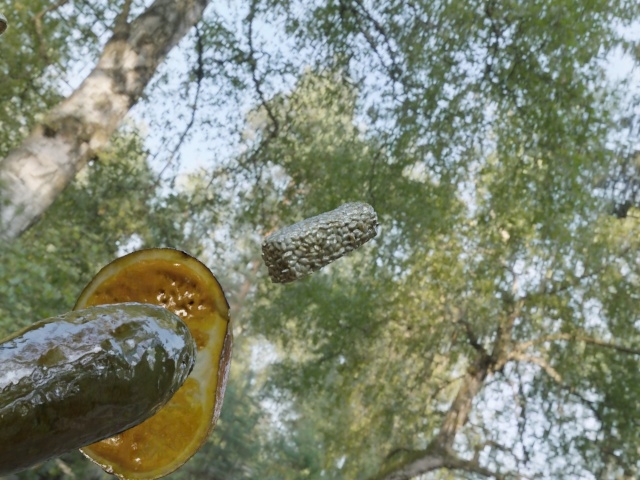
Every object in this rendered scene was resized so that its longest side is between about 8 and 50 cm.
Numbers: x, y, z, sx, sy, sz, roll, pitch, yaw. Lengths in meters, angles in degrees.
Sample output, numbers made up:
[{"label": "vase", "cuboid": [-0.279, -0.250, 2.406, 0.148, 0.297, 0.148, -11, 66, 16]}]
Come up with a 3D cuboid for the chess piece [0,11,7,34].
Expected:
[{"label": "chess piece", "cuboid": [-0.550, -0.384, 1.143, 0.122, 0.066, 0.066, 54, -32, 4]}]

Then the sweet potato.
[{"label": "sweet potato", "cuboid": [-0.267, 0.149, 0.617, 0.130, 0.422, 0.131, 15, -65, 34]}]

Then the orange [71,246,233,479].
[{"label": "orange", "cuboid": [-0.255, 0.175, 1.087, 0.274, 0.274, 0.311, 6, -71, 32]}]

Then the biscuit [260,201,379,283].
[{"label": "biscuit", "cuboid": [0.000, 0.000, 0.967, 0.082, 0.168, 0.071, 5, -63, 61]}]
